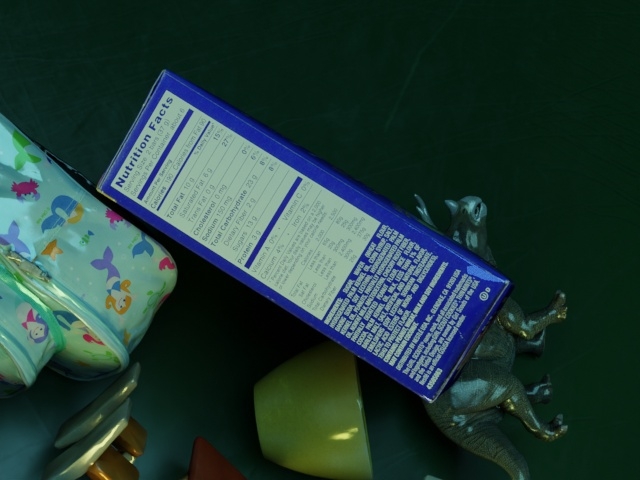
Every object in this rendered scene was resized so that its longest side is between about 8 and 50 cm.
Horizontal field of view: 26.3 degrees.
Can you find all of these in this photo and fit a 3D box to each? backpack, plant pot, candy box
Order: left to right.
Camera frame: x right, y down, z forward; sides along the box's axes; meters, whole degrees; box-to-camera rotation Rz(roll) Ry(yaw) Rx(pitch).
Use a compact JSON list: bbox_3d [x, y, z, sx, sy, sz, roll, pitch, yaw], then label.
[{"bbox_3d":[-0.255,0.021,1.124,0.253,0.225,0.191,33,64,-18],"label":"backpack"},{"bbox_3d":[-0.008,0.157,1.234,0.095,0.134,0.134,-9,71,2],"label":"plant pot"},{"bbox_3d":[0.000,0.000,1.159,0.317,0.268,0.122,33,93,9],"label":"candy box"}]

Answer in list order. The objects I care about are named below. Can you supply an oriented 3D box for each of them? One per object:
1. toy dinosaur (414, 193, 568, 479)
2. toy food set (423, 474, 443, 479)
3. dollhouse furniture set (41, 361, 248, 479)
[{"bbox_3d":[0.152,0.121,1.327,0.160,0.121,0.313,6,72,-7],"label":"toy dinosaur"},{"bbox_3d":[0.130,0.335,1.240,0.128,0.071,0.218,19,51,-37],"label":"toy food set"},{"bbox_3d":[-0.078,0.232,1.067,0.135,0.259,0.262,-43,103,10],"label":"dollhouse furniture set"}]
